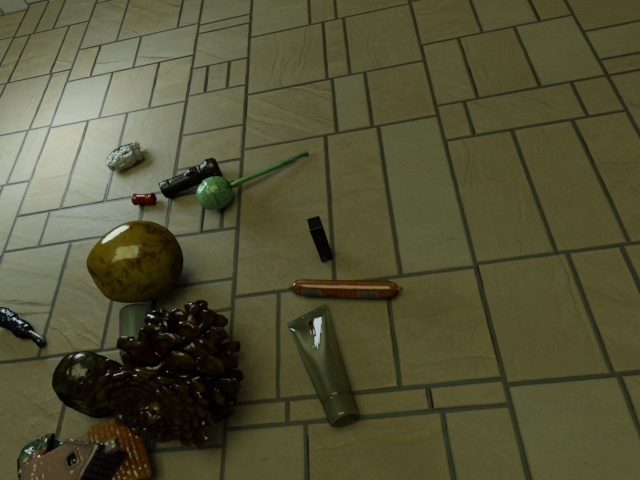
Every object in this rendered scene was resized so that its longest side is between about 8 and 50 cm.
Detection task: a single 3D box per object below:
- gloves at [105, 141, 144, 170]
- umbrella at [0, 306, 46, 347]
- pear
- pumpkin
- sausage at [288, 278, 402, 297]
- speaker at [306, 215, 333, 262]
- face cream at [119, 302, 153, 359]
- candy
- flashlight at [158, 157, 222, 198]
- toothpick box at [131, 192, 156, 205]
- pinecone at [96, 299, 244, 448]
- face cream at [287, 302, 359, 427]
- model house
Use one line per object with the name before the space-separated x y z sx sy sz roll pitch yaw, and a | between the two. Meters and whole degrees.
gloves | -0.806 -0.347 1.903 0.153 0.070 0.114 -28 57 -2
umbrella | -1.010 0.290 1.571 0.248 0.071 0.070 19 65 19
pear | -0.581 0.071 1.476 0.281 0.280 0.280 -6 58 10
pumpkin | -0.644 0.400 1.330 0.219 0.218 0.162 10 40 19
sausage | 0.071 0.145 1.401 0.348 0.053 0.053 0 59 14
speaker | 0.000 0.000 1.425 0.040 0.191 0.046 -15 56 3
face cream | -0.558 0.322 1.416 0.101 0.101 0.251 -18 57 2
candy | -0.243 -0.239 1.697 0.440 0.119 0.119 -27 57 -12
flashlight | -0.492 -0.233 1.750 0.232 0.093 0.093 -21 57 1
toothpick box | -0.667 -0.157 1.768 0.083 0.047 0.047 -1 59 12
pinecone | -0.370 0.330 1.245 0.385 0.384 0.384 -6 58 10
face cream | 0.010 0.338 1.290 0.137 0.084 0.341 -29 49 6
model house | -0.591 0.560 1.202 0.238 0.237 0.202 -27 52 -8
